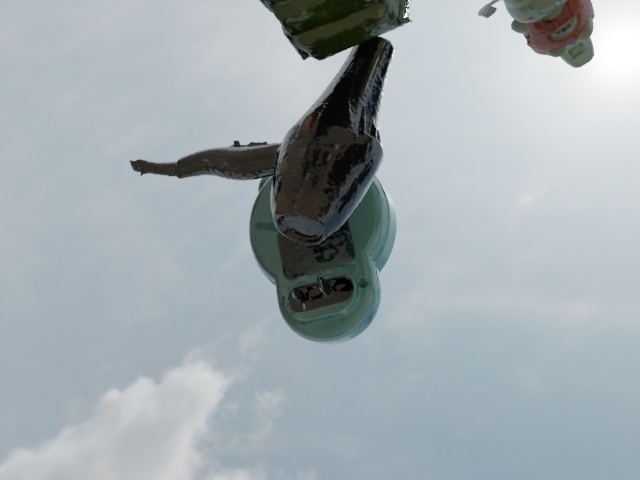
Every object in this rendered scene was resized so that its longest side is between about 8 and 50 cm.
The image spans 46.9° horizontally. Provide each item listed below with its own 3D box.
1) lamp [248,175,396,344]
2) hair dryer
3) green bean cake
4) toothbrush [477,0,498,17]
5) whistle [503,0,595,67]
[{"bbox_3d":[0.005,0.005,1.027,0.209,0.147,0.284,-17,-131,18],"label":"lamp"},{"bbox_3d":[-0.085,-0.130,0.907,0.359,0.120,0.304,-1,-126,26],"label":"hair dryer"},{"bbox_3d":[-0.002,-0.369,0.835,0.156,0.250,0.247,-13,-130,30],"label":"green bean cake"},{"bbox_3d":[0.333,-0.433,1.257,0.024,0.257,0.018,18,-99,-11],"label":"toothbrush"},{"bbox_3d":[0.323,-0.322,1.036,0.101,0.253,0.106,-2,-114,39],"label":"whistle"}]
